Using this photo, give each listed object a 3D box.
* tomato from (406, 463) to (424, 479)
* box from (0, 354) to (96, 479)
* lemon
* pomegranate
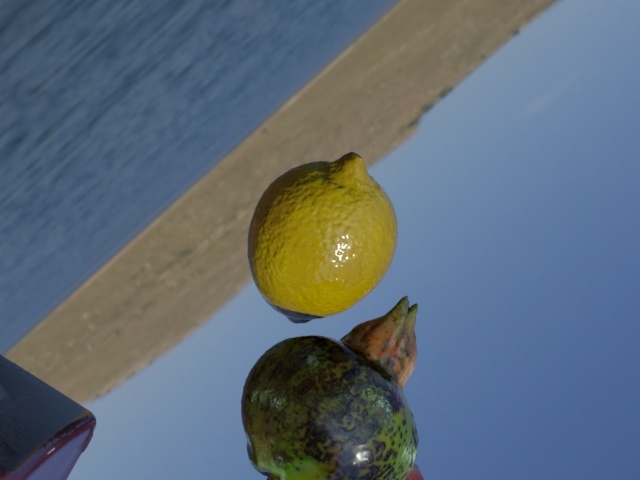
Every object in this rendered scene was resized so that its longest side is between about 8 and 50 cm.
[{"bbox_3d":[0.077,0.410,1.893,0.173,0.189,0.099,-34,149,16],"label":"tomato"},{"bbox_3d":[-0.273,0.161,0.784,0.193,0.167,0.294,-59,179,2],"label":"box"},{"bbox_3d":[0.000,0.000,1.505,0.244,0.187,0.187,-65,176,24],"label":"lemon"},{"bbox_3d":[0.021,0.195,1.477,0.204,0.222,0.276,-14,-139,33],"label":"pomegranate"}]
